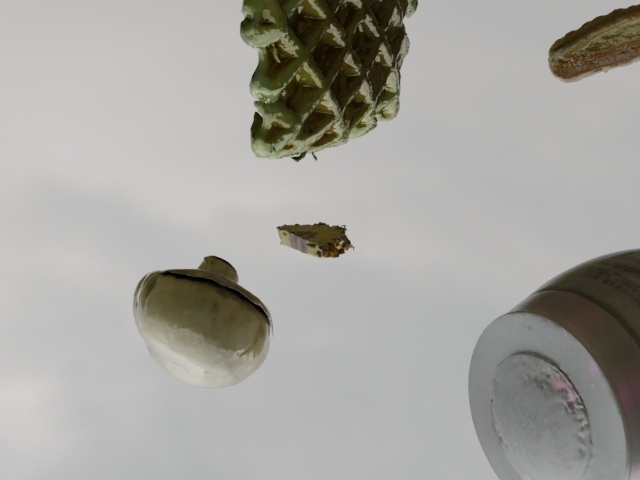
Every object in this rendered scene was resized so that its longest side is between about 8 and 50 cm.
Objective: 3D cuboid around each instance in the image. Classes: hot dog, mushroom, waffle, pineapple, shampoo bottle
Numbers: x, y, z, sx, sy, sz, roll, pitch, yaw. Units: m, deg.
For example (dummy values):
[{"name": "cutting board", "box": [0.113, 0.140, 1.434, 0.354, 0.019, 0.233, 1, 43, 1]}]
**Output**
[{"name": "hot dog", "box": [0.350, -0.233, 1.964, 0.066, 0.216, 0.047, 55, -152, -31]}, {"name": "mushroom", "box": [-0.118, 0.076, 1.774, 0.154, 0.154, 0.122, 22, -113, 0]}, {"name": "waffle", "box": [0.009, -0.153, 1.169, 0.054, 0.207, 0.214, 10, -161, 27]}, {"name": "pineapple", "box": [0.000, 0.000, 1.403, 0.045, 0.019, 0.083, -12, -165, -27]}, {"name": "shampoo bottle", "box": [0.314, 0.152, 1.854, 0.266, 0.273, 0.273, -17, -138, -32]}]
